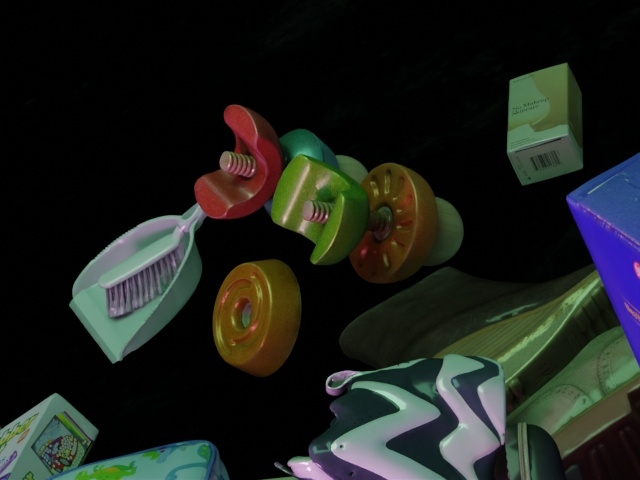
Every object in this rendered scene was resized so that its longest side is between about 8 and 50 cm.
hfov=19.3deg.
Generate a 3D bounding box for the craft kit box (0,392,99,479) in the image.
[{"bbox_3d":[-0.303,0.260,1.448,0.250,0.061,0.246,-34,17,32],"label":"craft kit box"}]

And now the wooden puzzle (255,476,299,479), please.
[{"bbox_3d":[-0.160,0.305,1.351,0.322,0.080,0.348,-9,38,27],"label":"wooden puzzle"}]

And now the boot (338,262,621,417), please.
[{"bbox_3d":[0.153,0.047,1.464,0.248,0.090,0.207,-33,29,-15],"label":"boot"}]

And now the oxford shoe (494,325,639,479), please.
[{"bbox_3d":[0.263,0.074,1.316,0.348,0.123,0.130,-32,31,-5],"label":"oxford shoe"}]

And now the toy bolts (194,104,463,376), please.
[{"bbox_3d":[0.000,0.000,1.648,0.228,0.158,0.218,51,122,47],"label":"toy bolts"}]

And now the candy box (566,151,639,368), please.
[{"bbox_3d":[0.296,0.112,1.057,0.122,0.317,0.268,-33,33,-7],"label":"candy box"}]

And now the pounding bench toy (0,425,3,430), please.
[{"bbox_3d":[-0.324,0.169,1.684,0.065,0.052,0.083,-35,33,-10],"label":"pounding bench toy"}]

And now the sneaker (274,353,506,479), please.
[{"bbox_3d":[0.044,0.188,1.255,0.153,0.094,0.235,3,75,1],"label":"sneaker"}]

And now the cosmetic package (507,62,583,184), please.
[{"bbox_3d":[0.200,-0.105,1.678,0.060,0.041,0.115,-17,35,18],"label":"cosmetic package"}]

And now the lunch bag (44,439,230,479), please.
[{"bbox_3d":[-0.141,0.239,1.280,0.176,0.090,0.219,-17,30,14],"label":"lunch bag"}]

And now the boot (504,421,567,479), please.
[{"bbox_3d":[0.200,0.197,1.189,0.137,0.077,0.198,-18,76,8],"label":"boot"}]

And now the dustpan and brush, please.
[{"bbox_3d":[-0.140,0.007,1.760,0.211,0.060,0.147,-34,33,-9],"label":"dustpan and brush"}]
